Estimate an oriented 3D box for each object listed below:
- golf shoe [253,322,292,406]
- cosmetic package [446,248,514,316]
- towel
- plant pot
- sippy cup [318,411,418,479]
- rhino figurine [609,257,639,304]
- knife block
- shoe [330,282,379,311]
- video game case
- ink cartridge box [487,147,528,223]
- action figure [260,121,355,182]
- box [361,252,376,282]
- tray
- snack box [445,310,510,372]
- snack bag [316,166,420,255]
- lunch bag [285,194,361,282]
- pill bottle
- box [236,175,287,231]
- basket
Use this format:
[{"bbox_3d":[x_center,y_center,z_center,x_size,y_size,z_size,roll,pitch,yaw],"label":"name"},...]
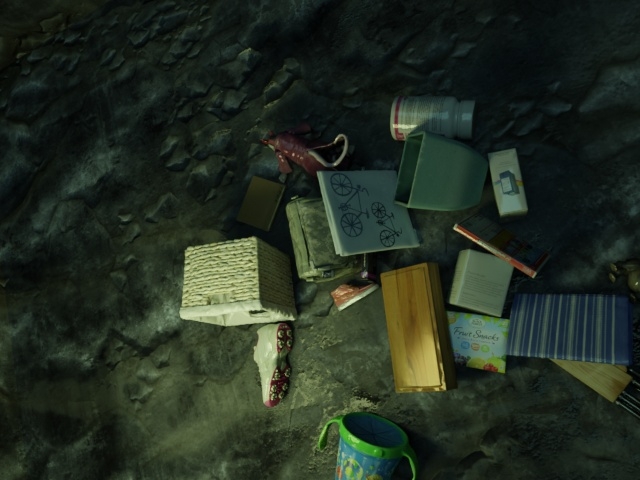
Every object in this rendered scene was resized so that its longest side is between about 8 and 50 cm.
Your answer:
[{"bbox_3d":[-0.190,0.464,1.916,0.140,0.115,0.306,-2,73,31],"label":"golf shoe"},{"bbox_3d":[0.516,0.138,1.654,0.151,0.151,0.184,16,85,4],"label":"cosmetic package"},{"bbox_3d":[0.747,0.261,1.532,0.335,0.040,0.243,-2,44,31],"label":"towel"},{"bbox_3d":[0.412,-0.216,1.716,0.252,0.248,0.247,11,97,-5],"label":"plant pot"},{"bbox_3d":[0.151,0.725,1.678,0.305,0.240,0.224,25,103,61],"label":"sippy cup"},{"bbox_3d":[0.977,0.163,1.532,0.106,0.073,0.243,-22,74,-3],"label":"rhino figurine"},{"bbox_3d":[0.849,0.431,1.525,0.275,0.088,0.242,-12,76,18],"label":"knife block"},{"bbox_3d":[0.124,0.183,1.861,0.178,0.063,0.081,-33,76,17],"label":"shoe"},{"bbox_3d":[0.590,0.006,1.648,0.285,0.204,0.025,35,121,23],"label":"video game case"},{"bbox_3d":[0.620,-0.176,1.688,0.093,0.154,0.213,-9,76,18],"label":"ink cartridge box"},{"bbox_3d":[-0.069,-0.324,1.931,0.370,0.275,0.248,22,95,9],"label":"action figure"},{"bbox_3d":[0.175,0.067,1.835,0.029,0.116,0.162,-1,79,22],"label":"box"},{"bbox_3d":[0.324,0.296,1.717,0.202,0.076,0.411,-19,73,43],"label":"tray"},{"bbox_3d":[0.512,0.331,1.682,0.207,0.070,0.175,6,85,21],"label":"snack box"},{"bbox_3d":[0.172,-0.111,1.804,0.037,0.342,0.323,-42,59,58],"label":"snack bag"},{"bbox_3d":[0.000,0.000,1.820,0.212,0.256,0.305,-21,75,33],"label":"lunch bag"},{"bbox_3d":[0.404,-0.433,1.816,0.283,0.160,0.161,7,83,22],"label":"pill bottle"},{"bbox_3d":[-0.242,-0.152,2.086,0.164,0.021,0.201,20,88,23],"label":"box"},{"bbox_3d":[-0.294,0.166,1.890,0.328,0.331,0.267,-9,72,19],"label":"basket"}]
